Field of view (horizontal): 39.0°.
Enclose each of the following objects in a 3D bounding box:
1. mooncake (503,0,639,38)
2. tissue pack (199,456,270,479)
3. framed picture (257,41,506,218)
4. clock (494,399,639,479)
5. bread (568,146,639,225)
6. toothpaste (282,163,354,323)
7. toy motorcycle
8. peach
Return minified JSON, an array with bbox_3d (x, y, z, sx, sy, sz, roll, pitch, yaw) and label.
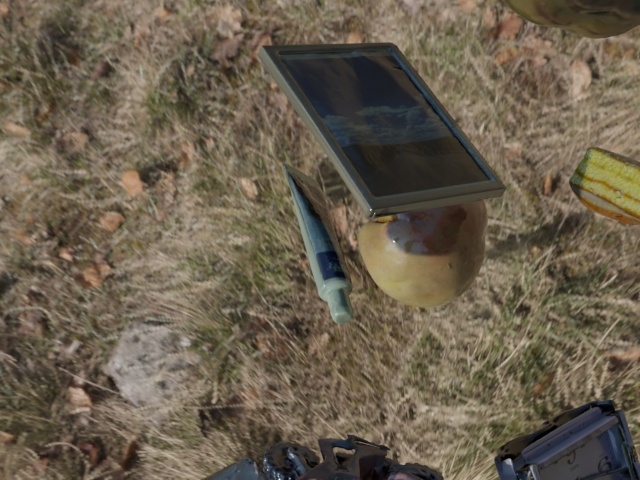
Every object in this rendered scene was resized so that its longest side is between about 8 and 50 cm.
[{"bbox_3d":[0.212,-0.286,0.633,0.290,0.290,0.161,-31,39,-4],"label":"mooncake"},{"bbox_3d":[-0.129,0.453,1.067,0.239,0.305,0.238,8,44,-8],"label":"tissue pack"},{"bbox_3d":[0.065,-0.128,0.986,0.189,0.023,0.260,-9,53,-32],"label":"framed picture"},{"bbox_3d":[0.342,0.338,1.216,0.253,0.083,0.186,-14,87,-39],"label":"clock"},{"bbox_3d":[0.577,-0.070,1.573,0.234,0.184,0.110,36,109,56],"label":"bread"},{"bbox_3d":[0.000,0.000,0.981,0.037,0.062,0.216,-37,45,23],"label":"toothpaste"},{"bbox_3d":[0.040,0.277,0.992,0.213,0.118,0.084,10,112,-6],"label":"toy motorcycle"},{"bbox_3d":[0.214,-0.008,1.812,0.247,0.292,0.292,26,77,10],"label":"peach"}]
